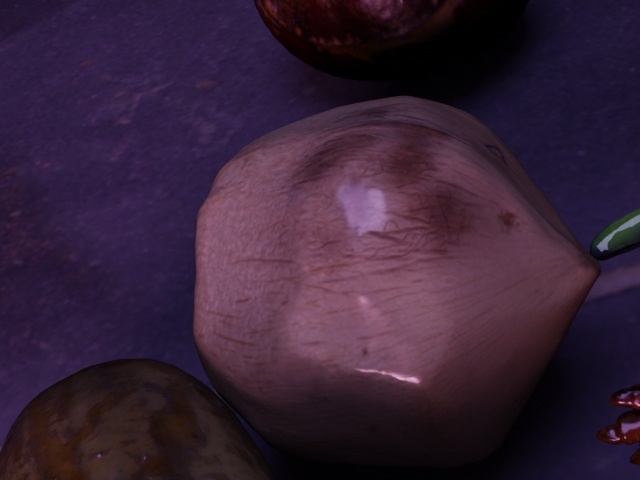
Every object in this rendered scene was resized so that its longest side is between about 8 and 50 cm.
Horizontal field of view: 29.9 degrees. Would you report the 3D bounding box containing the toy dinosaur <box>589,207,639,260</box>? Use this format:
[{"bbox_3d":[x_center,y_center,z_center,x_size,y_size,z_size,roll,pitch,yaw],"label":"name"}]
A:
[{"bbox_3d":[0.381,0.123,0.515,0.500,0.144,0.374,-7,55,18],"label":"toy dinosaur"}]

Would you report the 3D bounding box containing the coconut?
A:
[{"bbox_3d":[0.043,0.022,0.664,0.224,0.224,0.224,-11,43,10],"label":"coconut"}]

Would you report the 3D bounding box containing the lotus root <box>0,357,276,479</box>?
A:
[{"bbox_3d":[-0.094,0.165,0.604,0.173,0.173,0.309,-26,39,-7],"label":"lotus root"}]

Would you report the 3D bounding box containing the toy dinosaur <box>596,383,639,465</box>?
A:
[{"bbox_3d":[0.187,0.161,0.509,0.432,0.097,0.208,-29,44,8],"label":"toy dinosaur"}]

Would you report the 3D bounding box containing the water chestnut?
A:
[{"bbox_3d":[0.061,-0.226,0.932,0.223,0.238,0.224,-1,86,14],"label":"water chestnut"}]
